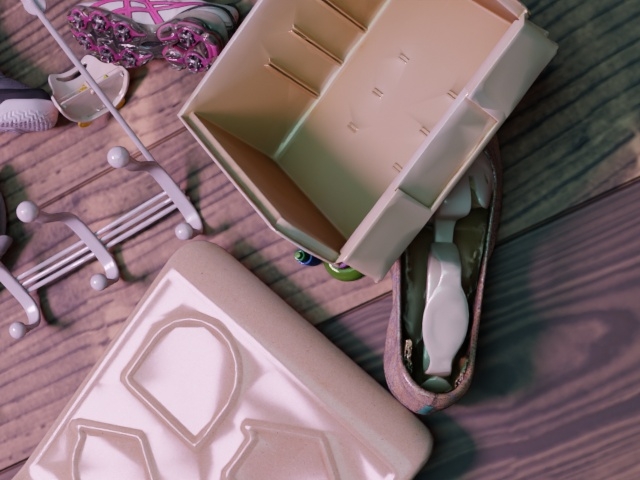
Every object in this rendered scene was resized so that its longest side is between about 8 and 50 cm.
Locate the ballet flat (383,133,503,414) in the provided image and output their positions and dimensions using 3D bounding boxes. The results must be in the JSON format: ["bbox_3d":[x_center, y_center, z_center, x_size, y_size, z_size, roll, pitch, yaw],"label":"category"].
[{"bbox_3d":[0.115,0.001,1.012,0.107,0.106,0.316,1,88,0],"label":"ballet flat"}]

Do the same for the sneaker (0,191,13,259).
[{"bbox_3d":[-0.429,-0.048,1.256,0.228,0.086,0.132,41,96,9],"label":"sneaker"}]

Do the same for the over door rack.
[{"bbox_3d":[-0.303,-0.079,1.121,0.239,0.108,0.324,-29,106,13],"label":"over door rack"}]

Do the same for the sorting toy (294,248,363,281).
[{"bbox_3d":[0.000,0.000,1.096,0.102,0.042,0.061,45,102,18],"label":"sorting toy"}]

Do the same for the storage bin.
[{"bbox_3d":[0.033,-0.138,0.991,0.262,0.123,0.260,-53,38,9],"label":"storage bin"}]

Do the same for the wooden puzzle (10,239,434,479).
[{"bbox_3d":[-0.104,0.225,1.107,0.322,0.080,0.348,40,96,19],"label":"wooden puzzle"}]

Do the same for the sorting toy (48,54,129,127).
[{"bbox_3d":[-0.254,-0.167,1.208,0.083,0.045,0.075,-32,57,-15],"label":"sorting toy"}]

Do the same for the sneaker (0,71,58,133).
[{"bbox_3d":[-0.396,-0.206,1.235,0.268,0.101,0.153,12,93,24],"label":"sneaker"}]

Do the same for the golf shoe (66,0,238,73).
[{"bbox_3d":[-0.173,-0.223,1.172,0.186,0.067,0.086,12,47,18],"label":"golf shoe"}]
